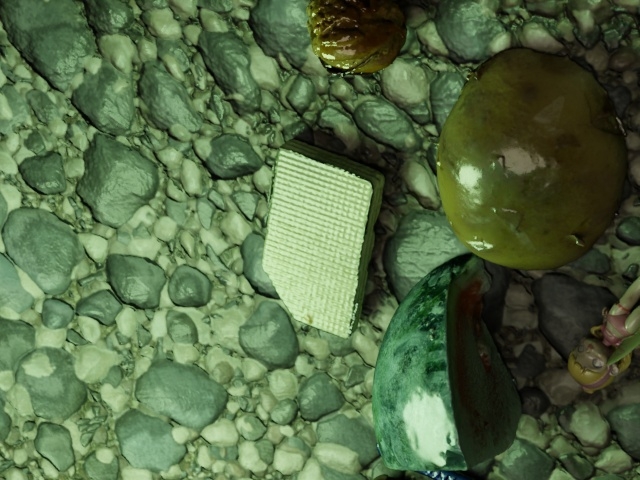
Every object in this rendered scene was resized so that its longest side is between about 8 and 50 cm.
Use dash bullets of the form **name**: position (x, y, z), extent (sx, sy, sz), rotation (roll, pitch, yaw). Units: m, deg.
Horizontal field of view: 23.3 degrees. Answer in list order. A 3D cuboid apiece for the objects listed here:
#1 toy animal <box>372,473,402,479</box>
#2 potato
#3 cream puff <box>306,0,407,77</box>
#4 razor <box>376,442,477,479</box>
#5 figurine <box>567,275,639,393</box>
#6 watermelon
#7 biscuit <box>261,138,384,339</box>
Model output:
- **toy animal**: position (0.097, 0.432, 2.233), extent (0.186, 0.094, 0.214), rotation (0, 107, 21)
- **potato**: position (0.247, -0.074, 1.882), extent (0.239, 0.116, 0.299), rotation (18, 123, 12)
- **cream puff**: position (0.039, -0.262, 1.876), extent (0.133, 0.119, 0.104), rotation (48, 171, 32)
- **razor**: position (0.223, 0.355, 2.147), extent (0.324, 0.056, 0.093), rotation (29, 109, 14)
- **figurine**: position (0.376, 0.120, 1.949), extent (0.083, 0.083, 0.187), rotation (33, 112, 7)
- **watermelon**: position (0.184, 0.197, 2.004), extent (0.214, 0.289, 0.320), rotation (17, 112, -18)
- **biscuit**: position (0.000, 0.000, 2.071), extent (0.150, 0.052, 0.252), rotation (20, 121, 20)
